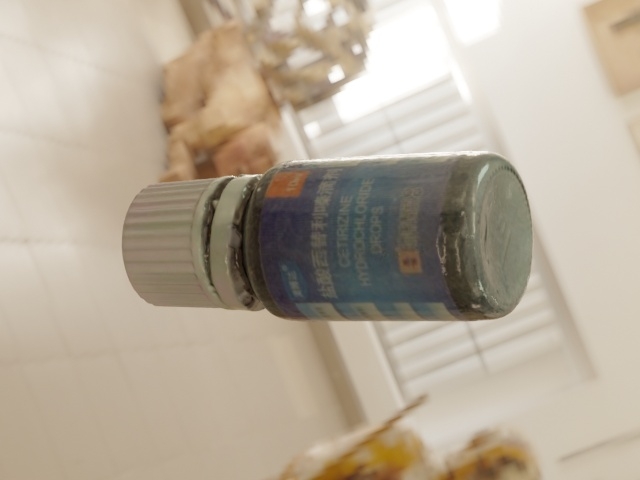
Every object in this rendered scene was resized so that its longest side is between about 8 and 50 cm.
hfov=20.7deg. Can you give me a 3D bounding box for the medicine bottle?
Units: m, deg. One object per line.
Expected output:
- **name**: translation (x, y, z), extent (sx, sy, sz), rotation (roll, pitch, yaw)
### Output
- **medicine bottle**: translation (0.000, 0.000, 0.876), extent (0.083, 0.203, 0.083), rotation (6, 83, -59)
